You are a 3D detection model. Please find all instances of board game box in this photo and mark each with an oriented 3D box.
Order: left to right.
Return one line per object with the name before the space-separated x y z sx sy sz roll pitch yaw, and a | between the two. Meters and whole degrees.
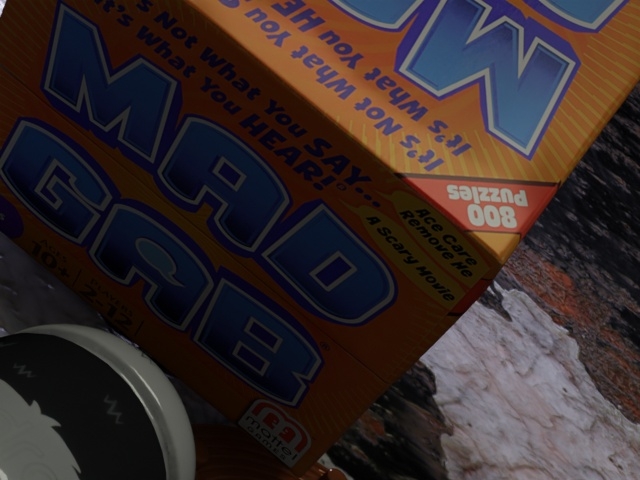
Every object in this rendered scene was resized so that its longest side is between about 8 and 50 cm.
board game box | 0.003 -0.121 1.299 0.356 0.356 0.356 39 54 2

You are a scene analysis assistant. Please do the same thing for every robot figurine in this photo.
robot figurine | -0.192 0.152 1.044 0.278 0.173 0.209 -27 109 -59

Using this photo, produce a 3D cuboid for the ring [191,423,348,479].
ring | -0.014 0.264 1.262 0.336 0.032 0.336 32 31 -22
